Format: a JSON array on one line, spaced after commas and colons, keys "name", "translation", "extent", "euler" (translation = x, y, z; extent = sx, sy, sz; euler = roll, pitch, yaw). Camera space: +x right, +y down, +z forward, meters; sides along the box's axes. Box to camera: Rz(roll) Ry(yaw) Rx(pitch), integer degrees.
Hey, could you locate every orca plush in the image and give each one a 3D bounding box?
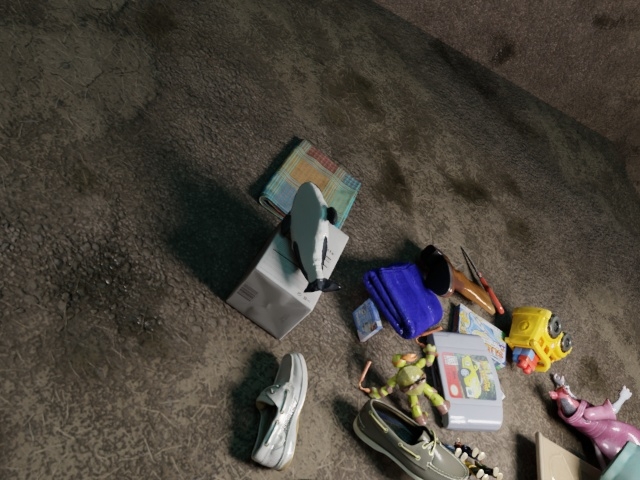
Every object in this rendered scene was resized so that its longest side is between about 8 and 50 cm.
[{"name": "orca plush", "translation": [0.000, 0.000, 1.416], "extent": [0.102, 0.151, 0.287], "euler": [36, 28, -57]}]

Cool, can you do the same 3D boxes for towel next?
[{"name": "towel", "translation": [-0.021, -0.157, 1.834], "extent": [0.271, 0.040, 0.370], "euler": [37, 42, -9]}, {"name": "towel", "translation": [0.257, 0.161, 1.700], "extent": [0.228, 0.076, 0.308], "euler": [55, 24, 13]}]

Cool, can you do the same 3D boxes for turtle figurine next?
[{"name": "turtle figurine", "translation": [0.254, 0.367, 1.517], "extent": [0.269, 0.087, 0.217], "euler": [-35, 101, -8]}]

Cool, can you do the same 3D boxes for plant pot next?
[{"name": "plant pot", "translation": [0.901, 0.692, 1.620], "extent": [0.196, 0.293, 0.293], "euler": [39, 37, 29]}]

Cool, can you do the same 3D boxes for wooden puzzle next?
[{"name": "wooden puzzle", "translation": [0.715, 0.765, 1.642], "extent": [0.348, 0.080, 0.322], "euler": [36, 42, -16]}]

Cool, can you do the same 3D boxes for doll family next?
[{"name": "doll family", "translation": [0.379, 0.572, 1.515], "extent": [0.076, 0.111, 0.193], "euler": [-43, 101, -15]}]

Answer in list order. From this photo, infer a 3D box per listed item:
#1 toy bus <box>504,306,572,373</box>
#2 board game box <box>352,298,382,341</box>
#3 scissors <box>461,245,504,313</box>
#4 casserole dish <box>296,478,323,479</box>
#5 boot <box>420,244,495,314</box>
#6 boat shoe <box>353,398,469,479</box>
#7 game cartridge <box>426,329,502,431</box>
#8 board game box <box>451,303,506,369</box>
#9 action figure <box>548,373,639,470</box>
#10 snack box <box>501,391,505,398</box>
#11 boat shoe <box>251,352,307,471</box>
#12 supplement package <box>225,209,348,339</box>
[{"name": "toy bus", "translation": [0.711, 0.358, 1.911], "extent": [0.220, 0.149, 0.211], "euler": [48, 59, -28]}, {"name": "board game box", "translation": [0.129, 0.222, 1.609], "extent": [0.020, 0.090, 0.090], "euler": [5, 54, -31]}, {"name": "scissors", "translation": [0.565, 0.129, 2.029], "extent": [0.297, 0.021, 0.109], "euler": [66, 11, 22]}, {"name": "casserole dish", "translation": [0.010, 0.583, 1.271], "extent": [0.188, 0.037, 0.114], "euler": [15, 49, -27]}, {"name": "boot", "translation": [0.452, 0.163, 1.862], "extent": [0.280, 0.096, 0.264], "euler": [39, 12, -18]}, {"name": "boat shoe", "translation": [0.226, 0.494, 1.400], "extent": [0.305, 0.091, 0.109], "euler": [29, 31, 13]}, {"name": "game cartridge", "translation": [0.424, 0.405, 1.688], "extent": [0.196, 0.060, 0.294], "euler": [10, 52, -20]}, {"name": "board game box", "translation": [0.514, 0.311, 1.874], "extent": [0.201, 0.035, 0.136], "euler": [33, 43, -12]}, {"name": "action figure", "translation": [0.856, 0.586, 1.847], "extent": [0.370, 0.248, 0.276], "euler": [33, 70, -14]}, {"name": "snack box", "translation": [0.488, 0.480, 1.729], "extent": [0.178, 0.022, 0.064], "euler": [-20, 69, -45]}, {"name": "boat shoe", "translation": [-0.098, 0.370, 1.311], "extent": [0.096, 0.098, 0.277], "euler": [26, 46, -20]}, {"name": "supplement package", "translation": [-0.081, 0.071, 1.502], "extent": [0.175, 0.177, 0.293], "euler": [37, 42, -7]}]
